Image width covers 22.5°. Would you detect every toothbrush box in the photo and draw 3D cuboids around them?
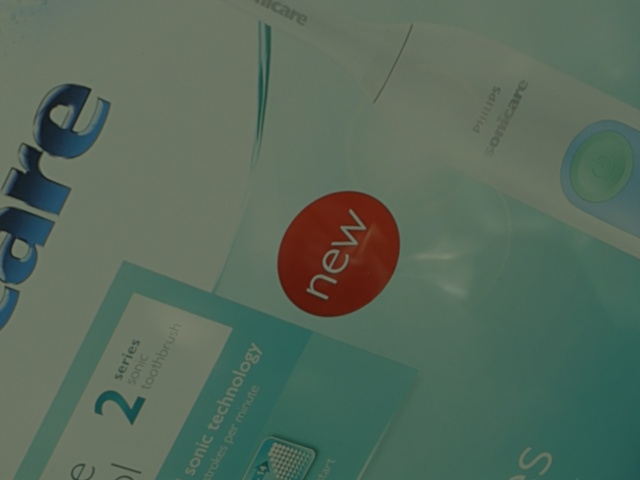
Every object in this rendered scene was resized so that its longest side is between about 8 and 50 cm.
[{"bbox_3d":[0.000,0.000,0.439,0.216,0.295,0.126,-62,30,8],"label":"toothbrush box"}]
